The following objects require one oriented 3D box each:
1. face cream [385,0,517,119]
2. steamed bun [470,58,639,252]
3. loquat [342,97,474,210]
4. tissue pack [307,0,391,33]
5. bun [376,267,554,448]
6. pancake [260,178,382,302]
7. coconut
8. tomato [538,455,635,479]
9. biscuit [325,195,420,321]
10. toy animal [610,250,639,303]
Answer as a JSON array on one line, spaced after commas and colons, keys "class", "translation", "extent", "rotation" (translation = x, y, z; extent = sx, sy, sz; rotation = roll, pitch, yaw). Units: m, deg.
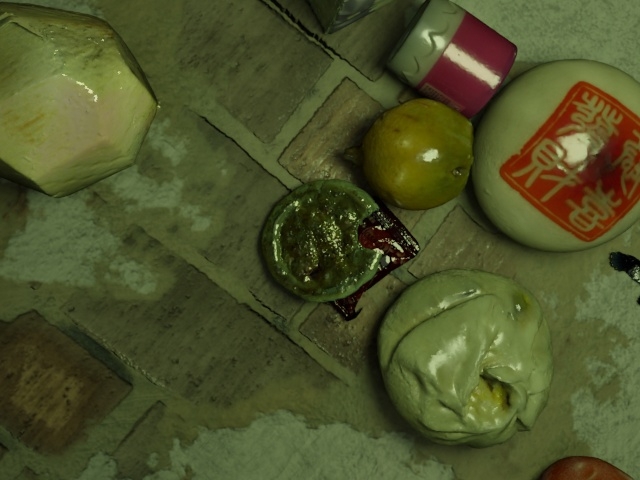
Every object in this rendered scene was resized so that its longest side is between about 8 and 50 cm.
[{"class": "face cream", "translation": [0.247, -0.350, 1.287], "extent": [0.195, 0.175, 0.175], "rotation": [31, 89, -6]}, {"class": "steamed bun", "translation": [0.477, -0.149, 1.268], "extent": [0.375, 0.241, 0.374], "rotation": [-2, 108, -5]}, {"class": "loquat", "translation": [0.166, -0.163, 1.282], "extent": [0.246, 0.213, 0.213], "rotation": [2, 93, 12]}, {"class": "tissue pack", "translation": [0.145, -0.531, 1.236], "extent": [0.344, 0.242, 0.125], "rotation": [-30, 94, -4]}, {"class": "bun", "translation": [0.291, 0.231, 1.301], "extent": [0.366, 0.219, 0.364], "rotation": [0, 91, -9]}, {"class": "pancake", "translation": [0.000, 0.000, 1.312], "extent": [0.254, 0.037, 0.253], "rotation": [-1, 85, 13]}, {"class": "coconut", "translation": [-0.475, -0.245, 1.154], "extent": [0.353, 0.352, 0.352], "rotation": [0, 93, -6]}, {"class": "tomato", "translation": [0.542, 0.554, 1.358], "extent": [0.232, 0.188, 0.231], "rotation": [0, 90, -6]}, {"class": "biscuit", "translation": [0.079, 0.041, 1.348], "extent": [0.235, 0.063, 0.151], "rotation": [-45, 84, 2]}, {"class": "toy animal", "translation": [0.710, 0.085, 1.423], "extent": [0.220, 0.062, 0.107], "rotation": [16, 73, -5]}]
